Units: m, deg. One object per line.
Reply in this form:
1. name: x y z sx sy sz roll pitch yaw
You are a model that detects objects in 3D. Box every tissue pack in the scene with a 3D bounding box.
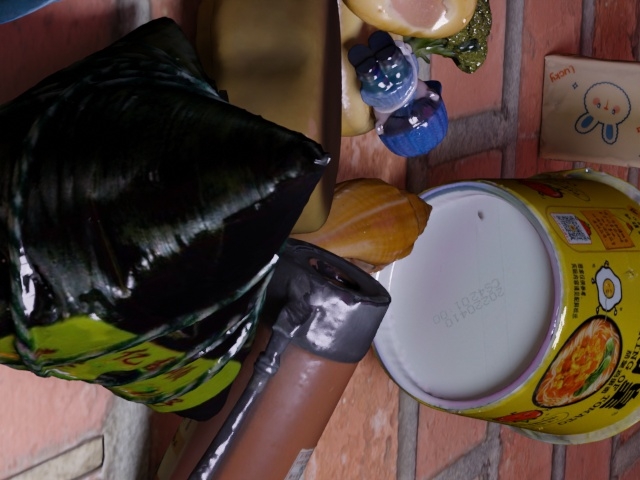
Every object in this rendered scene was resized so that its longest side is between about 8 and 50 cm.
1. tissue pack: 0.401 -0.173 2.139 0.092 0.196 0.148 -22 116 -59

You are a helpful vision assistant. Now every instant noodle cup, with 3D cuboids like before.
1. instant noodle cup: 0.214 0.067 1.748 0.254 0.326 0.325 8 90 -53

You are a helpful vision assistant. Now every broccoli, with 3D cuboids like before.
1. broccoli: 0.125 -0.234 1.688 0.120 0.131 0.130 -38 160 -1

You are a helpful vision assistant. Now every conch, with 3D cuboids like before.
1. conch: -0.003 -0.004 1.530 0.330 0.093 0.109 -11 150 -41

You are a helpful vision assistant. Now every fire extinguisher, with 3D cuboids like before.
1. fire extinguisher: -0.089 0.182 1.316 0.200 0.113 0.376 6 115 -54

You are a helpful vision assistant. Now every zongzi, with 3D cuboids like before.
1. zongzi: -0.101 -0.022 1.043 0.383 0.362 0.319 -10 89 -62

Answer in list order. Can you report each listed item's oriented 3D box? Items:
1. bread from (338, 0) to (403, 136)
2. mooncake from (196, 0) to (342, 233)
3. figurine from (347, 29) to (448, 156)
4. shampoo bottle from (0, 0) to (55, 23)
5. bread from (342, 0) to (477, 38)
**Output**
1. bread: 0.018 -0.208 1.490 0.147 0.098 0.217 -34 131 -52
2. mooncake: -0.042 -0.116 1.347 0.235 0.117 0.234 0 90 -87
3. figurine: 0.076 -0.130 1.449 0.077 0.079 0.136 -34 154 3
4. shampoo bottle: -0.139 -0.324 0.899 0.343 0.331 0.331 -41 132 -53
5. bread: 0.060 -0.308 1.388 0.142 0.091 0.305 8 48 -26
